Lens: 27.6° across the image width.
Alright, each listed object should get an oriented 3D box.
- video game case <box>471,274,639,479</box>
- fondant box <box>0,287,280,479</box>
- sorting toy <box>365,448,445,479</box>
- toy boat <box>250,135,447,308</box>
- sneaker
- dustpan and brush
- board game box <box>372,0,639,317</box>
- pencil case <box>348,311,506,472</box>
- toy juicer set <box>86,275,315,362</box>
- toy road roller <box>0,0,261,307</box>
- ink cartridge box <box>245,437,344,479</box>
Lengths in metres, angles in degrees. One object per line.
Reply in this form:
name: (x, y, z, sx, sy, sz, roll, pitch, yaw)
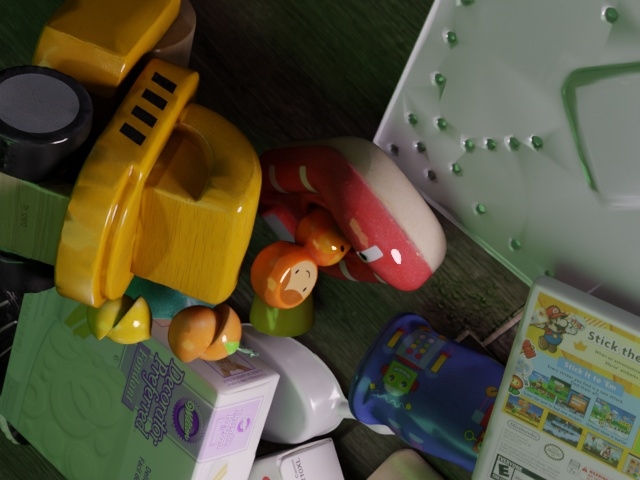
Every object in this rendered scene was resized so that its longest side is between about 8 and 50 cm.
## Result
video game case: (0.248, 0.162, 1.050, 0.227, 0.026, 0.206, 26, 120, 25)
fondant box: (-0.216, 0.174, 1.466, 0.330, 0.096, 0.238, 33, 117, 33)
sorting toy: (0.115, 0.340, 1.448, 0.193, 0.038, 0.208, 43, 135, 7)
toy boat: (0.000, 0.000, 1.154, 0.151, 0.151, 0.231, 51, 160, -19)
sneaker: (-0.442, 0.156, 1.754, 0.108, 0.100, 0.271, 22, 133, 35)
dustpan and brush: (-0.004, 0.177, 1.418, 0.211, 0.060, 0.147, 24, 128, 35)
board game box: (0.250, -0.087, 0.969, 0.390, 0.050, 0.390, 40, 140, 15)
pencil case: (0.178, 0.180, 1.204, 0.306, 0.119, 0.133, 28, 177, 23)
toy juicer set: (-0.185, 0.052, 1.358, 0.329, 0.209, 0.089, 22, 124, 28)
toy road roller: (-0.157, -0.080, 1.180, 0.241, 0.329, 0.202, 21, 135, 3)
ink cartridge box: (-0.073, 0.337, 1.493, 0.237, 0.100, 0.172, -21, 83, 42)
